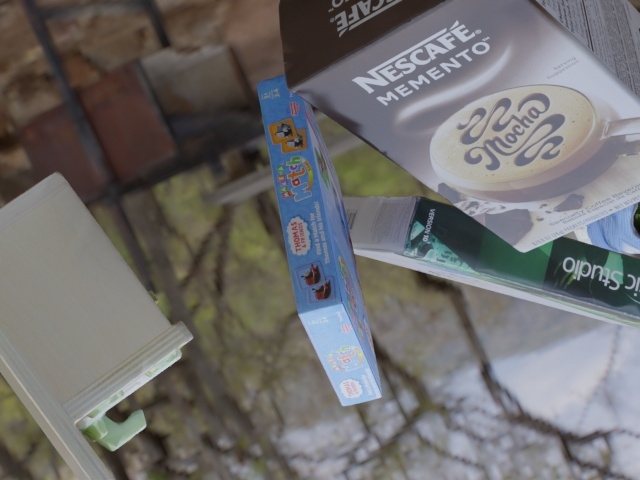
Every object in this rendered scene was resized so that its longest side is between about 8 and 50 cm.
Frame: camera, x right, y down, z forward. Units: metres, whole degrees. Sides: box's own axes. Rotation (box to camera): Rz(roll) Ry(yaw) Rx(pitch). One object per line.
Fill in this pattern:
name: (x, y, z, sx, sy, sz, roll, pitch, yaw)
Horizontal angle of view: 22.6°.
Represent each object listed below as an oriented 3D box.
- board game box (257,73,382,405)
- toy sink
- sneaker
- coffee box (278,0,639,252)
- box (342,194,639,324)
board game box: (0.000, 0.000, 1.244, 0.039, 0.211, 0.160, -15, 147, 5)
toy sink: (-0.192, 0.080, 1.296, 0.131, 0.234, 0.153, -35, 179, -14)
sneaker: (0.362, -0.114, 1.950, 0.147, 0.330, 0.130, 13, -127, 45)
coffee box: (0.125, -0.121, 1.125, 0.168, 0.118, 0.297, -26, 143, 29)
box: (0.188, 0.024, 1.470, 0.322, 0.058, 0.232, 14, 178, -16)
